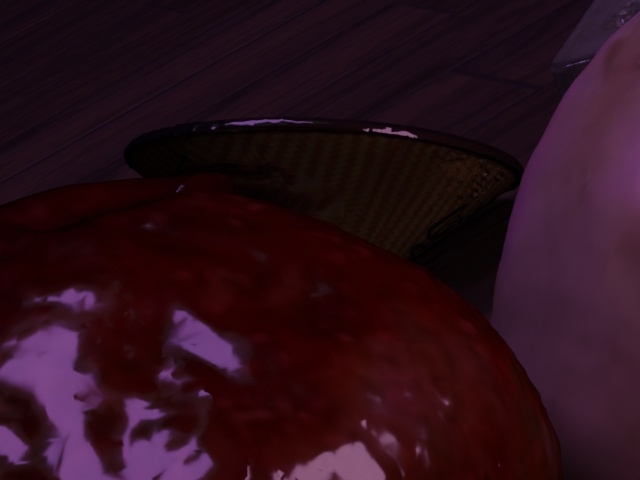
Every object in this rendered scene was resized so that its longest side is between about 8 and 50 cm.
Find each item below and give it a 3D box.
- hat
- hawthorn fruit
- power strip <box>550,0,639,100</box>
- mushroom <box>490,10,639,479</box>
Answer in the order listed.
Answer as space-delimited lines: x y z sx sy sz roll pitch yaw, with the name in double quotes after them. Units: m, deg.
0.000 0.000 0.923 0.193 0.082 0.193 2 -10 0 "hat"
-0.076 0.081 0.551 0.266 0.210 0.230 31 69 27 "hawthorn fruit"
0.210 -0.141 1.049 0.093 0.053 0.288 -15 22 32 "power strip"
0.104 0.014 0.596 0.173 0.162 0.236 -33 18 -24 "mushroom"
